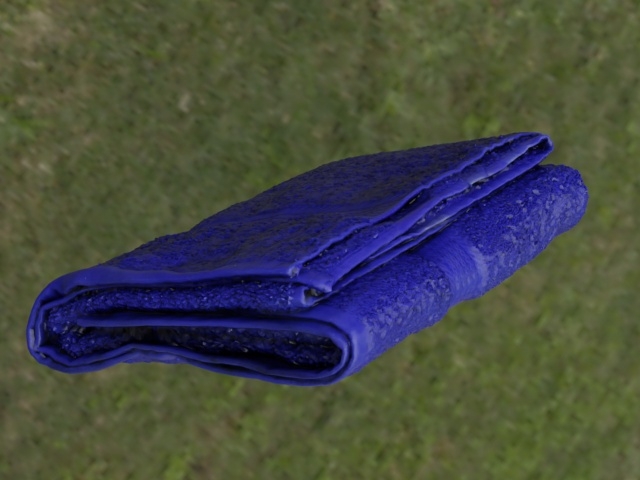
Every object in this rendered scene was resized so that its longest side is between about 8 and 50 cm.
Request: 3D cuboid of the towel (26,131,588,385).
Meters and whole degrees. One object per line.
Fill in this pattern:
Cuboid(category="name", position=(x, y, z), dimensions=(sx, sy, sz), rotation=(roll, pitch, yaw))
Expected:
Cuboid(category="towel", position=(0.000, 0.000, 1.031), dimensions=(0.308, 0.228, 0.076), rotation=(-27, 113, -53))
